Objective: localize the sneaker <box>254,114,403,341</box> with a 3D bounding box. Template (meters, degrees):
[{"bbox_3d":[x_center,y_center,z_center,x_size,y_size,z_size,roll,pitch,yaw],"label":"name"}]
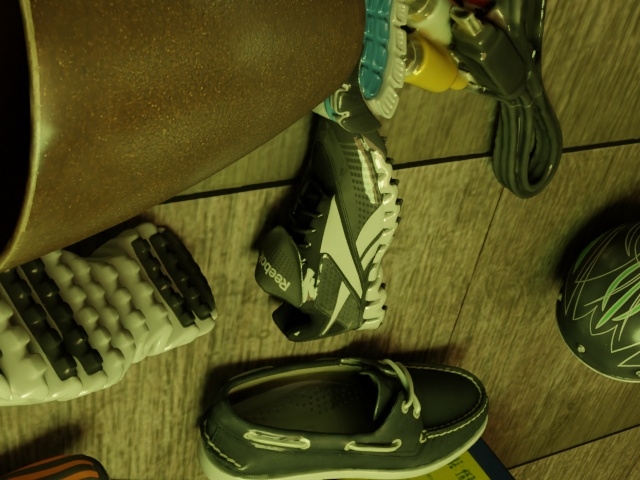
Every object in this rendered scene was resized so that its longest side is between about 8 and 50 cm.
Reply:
[{"bbox_3d":[0.000,0.000,0.704,0.106,0.078,0.234,-21,138,-20],"label":"sneaker"}]

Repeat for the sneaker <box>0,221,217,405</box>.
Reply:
[{"bbox_3d":[-0.172,0.059,0.563,0.118,0.110,0.292,-32,170,16],"label":"sneaker"}]

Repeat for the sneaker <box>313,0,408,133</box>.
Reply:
[{"bbox_3d":[0.020,-0.168,0.578,0.071,0.083,0.191,13,95,-46],"label":"sneaker"}]

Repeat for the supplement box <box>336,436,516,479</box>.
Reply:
[{"bbox_3d":[0.058,0.380,0.976,0.356,0.194,0.195,-25,140,-16],"label":"supplement box"}]

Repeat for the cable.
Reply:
[{"bbox_3d":[0.138,-0.137,0.713,0.139,0.072,0.287,-58,149,-2],"label":"cable"}]

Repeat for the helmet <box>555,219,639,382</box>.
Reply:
[{"bbox_3d":[0.322,0.060,0.911,0.169,0.169,0.161,-46,153,10],"label":"helmet"}]

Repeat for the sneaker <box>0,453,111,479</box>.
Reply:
[{"bbox_3d":[-0.320,0.244,0.675,0.321,0.125,0.180,-33,139,-4],"label":"sneaker"}]

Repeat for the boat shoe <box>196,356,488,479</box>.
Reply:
[{"bbox_3d":[0.038,0.158,0.845,0.302,0.114,0.091,-9,137,-29],"label":"boat shoe"}]

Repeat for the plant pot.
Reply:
[{"bbox_3d":[-0.094,-0.111,0.472,0.230,0.215,0.215,-17,136,-42],"label":"plant pot"}]
